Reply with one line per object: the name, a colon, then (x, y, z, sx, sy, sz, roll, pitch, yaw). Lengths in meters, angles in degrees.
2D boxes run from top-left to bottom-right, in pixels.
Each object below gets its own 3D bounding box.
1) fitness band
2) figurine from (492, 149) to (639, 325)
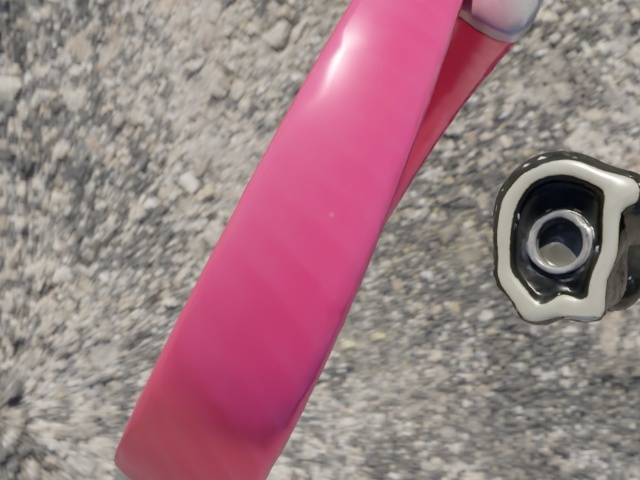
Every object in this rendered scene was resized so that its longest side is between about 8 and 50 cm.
fitness band: (0.000, 0.000, 0.509, 0.054, 0.291, 0.209, 28, 84, 1)
figurine: (0.223, 0.006, 0.803, 0.215, 0.209, 0.092, 1, 86, 19)
